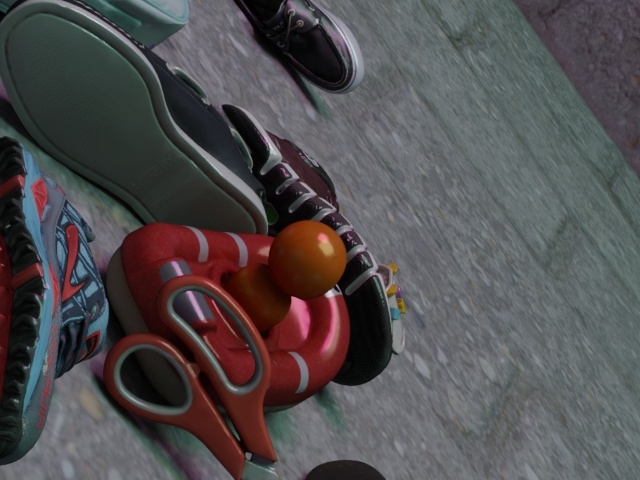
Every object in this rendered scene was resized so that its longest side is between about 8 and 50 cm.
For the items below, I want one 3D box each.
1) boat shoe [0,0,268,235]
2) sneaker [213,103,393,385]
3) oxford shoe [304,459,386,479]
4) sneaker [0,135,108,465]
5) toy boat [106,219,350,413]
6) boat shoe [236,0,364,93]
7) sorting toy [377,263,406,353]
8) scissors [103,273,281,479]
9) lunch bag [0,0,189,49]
[{"bbox_3d":[-0.150,-0.098,1.275,0.302,0.114,0.091,53,18,-41],"label":"boat shoe"},{"bbox_3d":[0.000,0.000,1.449,0.281,0.106,0.162,59,18,14],"label":"sneaker"},{"bbox_3d":[0.026,0.243,1.202,0.212,0.076,0.076,-104,-170,-60],"label":"oxford shoe"},{"bbox_3d":[-0.173,0.044,1.001,0.125,0.104,0.262,43,24,-34],"label":"sneaker"},{"bbox_3d":[-0.043,0.040,1.220,0.231,0.151,0.151,8,50,-62],"label":"toy boat"},{"bbox_3d":[-0.042,-0.254,1.788,0.228,0.080,0.076,55,27,4],"label":"boat shoe"},{"bbox_3d":[0.066,0.070,1.586,0.083,0.044,0.075,-84,154,-60],"label":"sorting toy"},{"bbox_3d":[-0.035,0.160,1.124,0.297,0.109,0.021,52,-4,-8],"label":"scissors"},{"bbox_3d":[-0.238,-0.267,1.333,0.279,0.108,0.224,28,36,-49],"label":"lunch bag"}]
